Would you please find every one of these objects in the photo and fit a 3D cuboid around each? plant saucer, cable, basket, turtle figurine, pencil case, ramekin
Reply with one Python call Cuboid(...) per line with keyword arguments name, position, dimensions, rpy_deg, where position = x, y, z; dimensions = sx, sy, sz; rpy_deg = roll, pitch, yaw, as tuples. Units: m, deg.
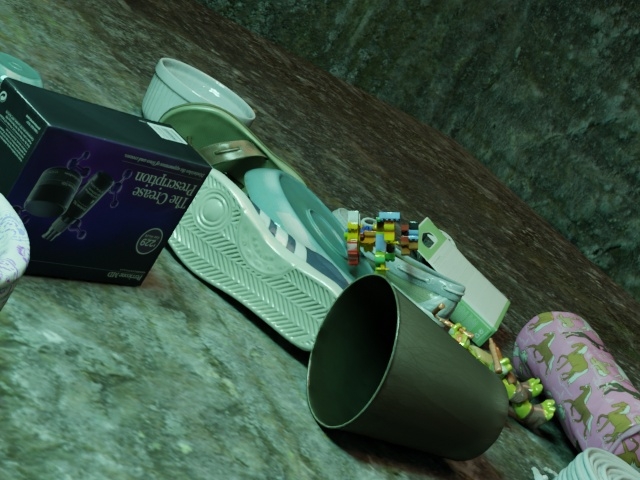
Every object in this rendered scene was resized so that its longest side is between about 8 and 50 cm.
Cuboid(name="plant saucer", position=(-0.500, -0.276, 1.771), dimensions=(0.119, 0.021, 0.119), rpy_deg=(31, 16, -10))
Cuboid(name="cable", position=(0.433, 0.394, 1.476), dimensions=(0.257, 0.089, 0.257), rpy_deg=(28, 16, -20))
Cuboid(name="basket", position=(0.117, 0.181, 1.370), dimensions=(0.227, 0.154, 0.204), rpy_deg=(33, 55, -31))
Cuboid(name="turtle figurine", position=(0.268, 0.211, 1.706), dimensions=(0.217, 0.087, 0.269), rpy_deg=(38, -1, -20))
Cuboid(name="plant saucer", position=(0.000, 0.000, 1.727), dimensions=(0.317, 0.043, 0.317), rpy_deg=(48, 12, -13))
Cuboid(name="pencil case", position=(0.444, 0.267, 1.763), dimensions=(0.167, 0.160, 0.386), rpy_deg=(26, 16, -21))
Cuboid(name="ramekin", position=(-0.236, -0.242, 2.037), dimensions=(0.207, 0.109, 0.207), rpy_deg=(32, 15, -9))

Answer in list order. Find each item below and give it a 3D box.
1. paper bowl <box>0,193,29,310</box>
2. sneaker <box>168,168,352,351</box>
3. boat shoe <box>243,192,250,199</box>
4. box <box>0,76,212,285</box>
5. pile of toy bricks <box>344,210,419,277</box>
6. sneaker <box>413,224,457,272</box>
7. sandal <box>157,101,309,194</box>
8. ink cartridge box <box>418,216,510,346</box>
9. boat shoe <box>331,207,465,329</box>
Cuboid(name="paper bowl", position=(-0.393, 0.004, 0.878), dimensions=(0.284, 0.148, 0.284), rpy_deg=(31, 15, -9))
Cuboid(name="sneaker", position=(-0.081, 0.029, 1.518), dimensions=(0.350, 0.131, 0.148), rpy_deg=(44, 11, 17))
Cuboid(name="boat shoe", position=(-0.091, -0.014, 1.708), dimensions=(0.183, 0.065, 0.083), rpy_deg=(33, 11, -11))
Cuboid(name="box", position=(-0.276, -0.057, 1.238), dimensions=(0.103, 0.184, 0.261), rpy_deg=(45, 19, 30))
Cuboid(name="pile of toy bricks", position=(0.096, 0.019, 1.733), dimensions=(0.118, 0.105, 0.212), rpy_deg=(1, -6, 7))
Cuboid(name="sneaker", position=(0.233, 0.030, 2.218), dimensions=(0.106, 0.078, 0.234), rpy_deg=(24, 20, -40))
Cuboid(name="sandal", position=(-0.149, -0.134, 1.886), dimensions=(0.302, 0.120, 0.086), rpy_deg=(33, 29, -2))
Cuboid(name="ink cartridge box", position=(0.247, 0.075, 2.040), dimensions=(0.235, 0.056, 0.171), rpy_deg=(44, 24, 3))
Cuboid(name="boat shoe", position=(0.128, 0.034, 1.937), dimensions=(0.118, 0.103, 0.320), rpy_deg=(16, 23, -49))
